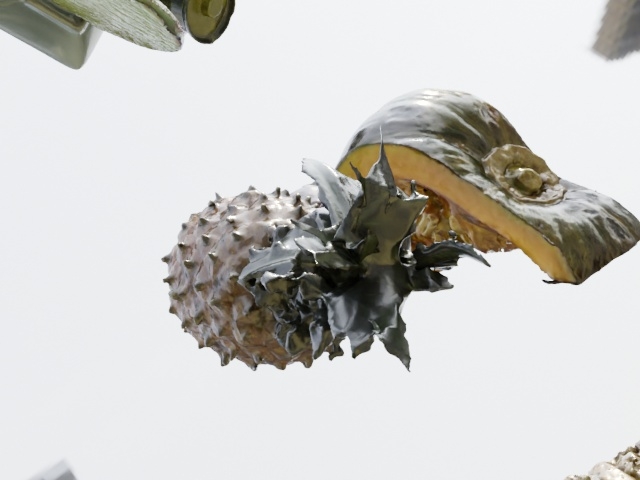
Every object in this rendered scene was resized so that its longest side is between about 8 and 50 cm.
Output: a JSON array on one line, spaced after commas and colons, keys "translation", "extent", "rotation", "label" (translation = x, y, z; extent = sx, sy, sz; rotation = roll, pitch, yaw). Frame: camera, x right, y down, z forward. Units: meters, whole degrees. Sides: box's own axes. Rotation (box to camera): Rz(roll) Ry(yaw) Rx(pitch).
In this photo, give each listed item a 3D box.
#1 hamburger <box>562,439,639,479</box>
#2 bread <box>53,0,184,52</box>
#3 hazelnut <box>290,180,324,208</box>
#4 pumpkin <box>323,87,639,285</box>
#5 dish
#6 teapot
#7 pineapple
[{"translation": [0.366, 0.322, 1.308], "extent": [0.211, 0.245, 0.260], "rotation": [-41, -55, -5], "label": "hamburger"}, {"translation": [-0.250, -0.274, 1.337], "extent": [0.228, 0.228, 0.034], "rotation": [34, -102, -56], "label": "bread"}, {"translation": [0.002, -0.008, 1.747], "extent": [0.201, 0.160, 0.170], "rotation": [34, -126, -81], "label": "hazelnut"}, {"translation": [0.137, -0.014, 1.164], "extent": [0.139, 0.280, 0.190], "rotation": [-31, -26, -44], "label": "pumpkin"}, {"translation": [-0.301, -0.346, 1.478], "extent": [0.182, 0.080, 0.243], "rotation": [29, -90, -34], "label": "dish"}, {"translation": [-0.177, -0.318, 1.505], "extent": [0.130, 0.119, 0.166], "rotation": [-40, -40, -43], "label": "teapot"}, {"translation": [0.002, 0.018, 0.885], "extent": [0.165, 0.166, 0.364], "rotation": [-30, 7, -24], "label": "pineapple"}]
